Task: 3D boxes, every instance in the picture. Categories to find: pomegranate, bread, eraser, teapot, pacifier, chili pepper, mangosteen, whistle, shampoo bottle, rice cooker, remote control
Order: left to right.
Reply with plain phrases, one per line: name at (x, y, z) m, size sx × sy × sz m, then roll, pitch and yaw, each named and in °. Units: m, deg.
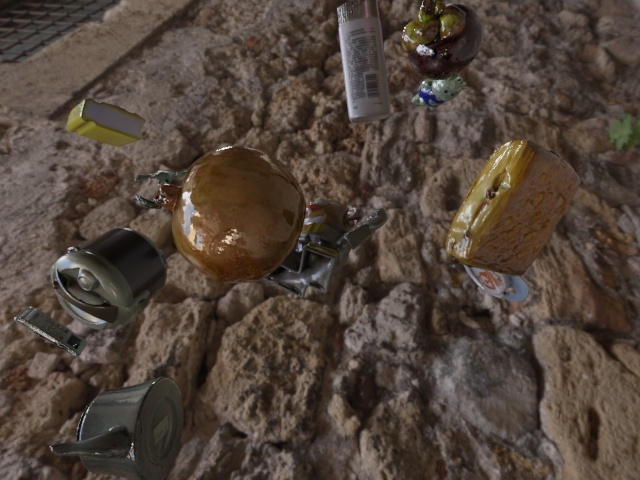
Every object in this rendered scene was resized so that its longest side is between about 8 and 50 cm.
remote control at (-0.655, 0.224, 1.020) m, size 0.029 × 0.166 × 0.065 m, roll -45°, pitch 20°, yaw 3°
eraser at (-0.613, -0.330, 1.186) m, size 0.158 × 0.226 × 0.069 m, roll 18°, pitch -98°, yaw -41°
rice cooker at (-0.776, 0.147, 1.545) m, size 0.325 × 0.336 × 0.334 m, roll -57°, pitch -27°, yaw -60°
teapot at (-0.329, 0.316, 0.700) m, size 0.239 × 0.149 × 0.162 m, roll 60°, pitch -154°, yaw -79°
chili pepper at (-0.607, -0.135, 1.445) m, size 0.055 × 0.118 × 0.035 m, roll 50°, pitch -123°, yaw -68°
pomegranate at (-0.168, -0.050, 0.778) m, size 0.252 × 0.271 × 0.229 m, roll -58°, pitch 17°, yaw 28°
shampoo bottle at (0.087, -0.357, 0.837) m, size 0.056 × 0.086 × 0.227 m, roll -21°, pitch -76°, yaw -78°
whistle at (0.383, -0.490, 1.379) m, size 0.244 × 0.110 × 0.091 m, roll -1°, pitch 77°, yaw 67°
mangosteen at (0.302, -0.523, 1.057) m, size 0.217 × 0.192 × 0.192 m, roll 38°, pitch -126°, yaw -43°
pacifier at (0.612, 0.069, 1.421) m, size 0.278 × 0.207 × 0.227 m, roll 57°, pitch 166°, yaw -13°
bread at (0.337, -0.054, 0.745) m, size 0.099 × 0.211 × 0.235 m, roll 47°, pitch 118°, yaw 49°

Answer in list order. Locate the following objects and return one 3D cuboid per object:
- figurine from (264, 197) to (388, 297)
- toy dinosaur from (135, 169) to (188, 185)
figurine at (0.000, 0.001, 1.066) m, size 0.285 × 0.343 × 0.166 m, roll -54°, pitch -38°, yaw -48°
toy dinosaur at (-0.479, -0.207, 1.314) m, size 0.187 × 0.106 × 0.044 m, roll -46°, pitch -35°, yaw -44°
